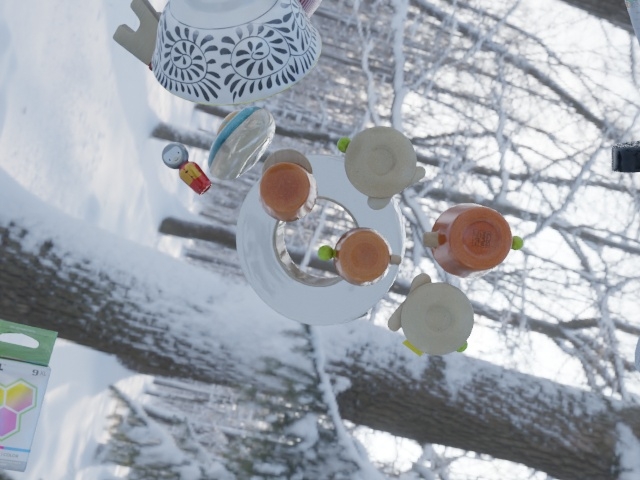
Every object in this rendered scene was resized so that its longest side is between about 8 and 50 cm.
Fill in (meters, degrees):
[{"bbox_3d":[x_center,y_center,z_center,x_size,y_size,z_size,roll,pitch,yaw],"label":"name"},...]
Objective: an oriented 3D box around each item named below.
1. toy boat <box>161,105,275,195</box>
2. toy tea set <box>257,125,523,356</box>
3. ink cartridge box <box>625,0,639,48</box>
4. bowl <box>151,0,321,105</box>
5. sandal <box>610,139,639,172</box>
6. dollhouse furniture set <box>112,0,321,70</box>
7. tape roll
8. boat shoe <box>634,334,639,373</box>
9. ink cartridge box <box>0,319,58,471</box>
[{"bbox_3d":[-0.259,-0.243,1.832,0.318,0.148,0.267,-40,177,-40],"label":"toy boat"},{"bbox_3d":[0.082,-0.019,0.878,0.200,0.336,0.124,-50,178,-1],"label":"toy tea set"},{"bbox_3d":[0.856,-0.464,1.657,0.307,0.072,0.303,63,-1,-13],"label":"ink cartridge box"},{"bbox_3d":[-0.086,-0.213,0.674,0.080,0.170,0.170,84,9,-50],"label":"bowl"},{"bbox_3d":[0.665,-0.113,1.031,0.167,0.445,0.107,-30,114,-66],"label":"sandal"},{"bbox_3d":[-0.092,-0.353,1.005,0.201,0.152,0.374,-46,-177,37],"label":"dollhouse furniture set"},{"bbox_3d":[0.000,0.000,1.600,0.072,0.392,0.392,-35,142,-73],"label":"tape roll"},{"bbox_3d":[0.780,0.169,1.472,0.335,0.119,0.121,-51,-139,-10],"label":"boat shoe"},{"bbox_3d":[-0.470,0.228,1.052,0.062,0.109,0.209,-18,-122,65],"label":"ink cartridge box"}]
